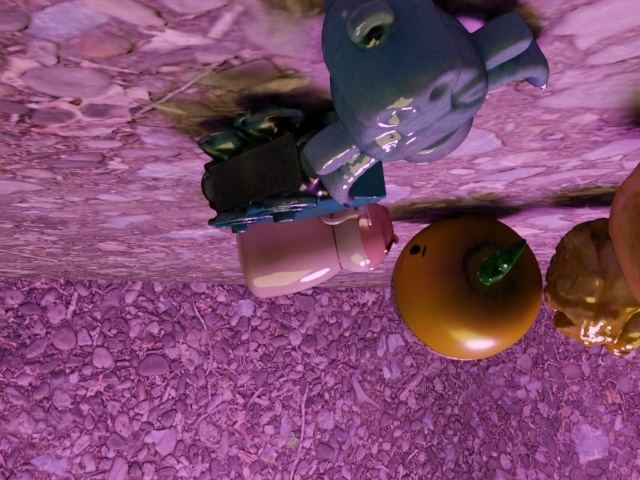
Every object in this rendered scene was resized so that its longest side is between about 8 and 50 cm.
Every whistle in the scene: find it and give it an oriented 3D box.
[{"bbox_3d":[0.063,-0.102,0.451,0.186,0.093,0.274,-31,167,14],"label":"whistle"}]

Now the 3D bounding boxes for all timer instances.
[{"bbox_3d":[0.272,0.068,1.126,0.285,0.285,0.285,-1,172,0],"label":"timer"}]

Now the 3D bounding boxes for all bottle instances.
[{"bbox_3d":[0.000,0.000,1.000,0.237,0.147,0.147,-10,171,5],"label":"bottle"}]

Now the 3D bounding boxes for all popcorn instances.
[{"bbox_3d":[0.487,0.068,1.069,0.256,0.255,0.195,-36,-168,-3],"label":"popcorn"}]

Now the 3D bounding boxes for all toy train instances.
[{"bbox_3d":[-0.029,-0.068,0.641,0.154,0.107,0.198,-5,176,-39],"label":"toy train"}]

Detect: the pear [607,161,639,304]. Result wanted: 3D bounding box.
[{"bbox_3d":[0.416,-0.004,0.624,0.271,0.271,0.271,-1,172,0],"label":"pear"}]
